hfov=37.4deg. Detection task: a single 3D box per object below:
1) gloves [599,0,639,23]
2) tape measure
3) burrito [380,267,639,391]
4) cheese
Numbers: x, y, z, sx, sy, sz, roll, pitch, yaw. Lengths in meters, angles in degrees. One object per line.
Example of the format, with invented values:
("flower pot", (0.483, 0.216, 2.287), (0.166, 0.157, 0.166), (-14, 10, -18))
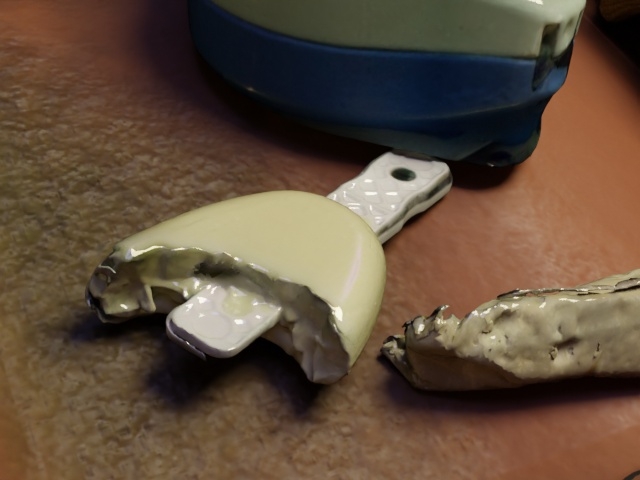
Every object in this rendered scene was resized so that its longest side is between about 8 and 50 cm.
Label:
("gloves", (0.327, -0.198, 0.707), (0.203, 0.155, 0.356), (4, 43, -16))
("tape measure", (0.041, -0.190, 0.627), (0.262, 0.138, 0.259), (9, 40, -4))
("burrito", (0.147, 0.042, 0.499), (0.230, 0.063, 0.058), (-5, 21, -16))
("cheese", (0.000, -0.001, 0.510), (0.127, 0.049, 0.235), (26, 37, 22))
